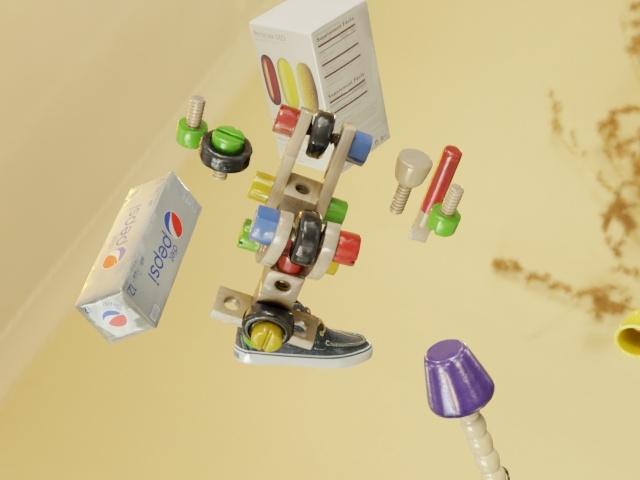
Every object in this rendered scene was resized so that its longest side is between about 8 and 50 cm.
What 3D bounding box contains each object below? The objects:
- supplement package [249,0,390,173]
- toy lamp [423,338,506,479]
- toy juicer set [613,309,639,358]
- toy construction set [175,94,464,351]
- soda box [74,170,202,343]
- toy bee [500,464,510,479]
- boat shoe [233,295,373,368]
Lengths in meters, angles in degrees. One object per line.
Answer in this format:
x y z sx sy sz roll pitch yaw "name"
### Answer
0.001 -0.250 1.773 0.134 0.139 0.244 -38 -50 -34 "supplement package"
0.183 0.234 1.272 0.080 0.080 0.274 -50 -56 -46 "toy lamp"
0.647 0.161 1.775 0.329 0.209 0.089 -31 12 40 "toy juicer set"
0.000 0.000 1.292 0.309 0.257 0.237 -3 -47 -24 "toy construction set"
-0.280 0.023 1.769 0.091 0.098 0.286 52 -148 -30 "soda box"
0.289 0.511 1.758 0.162 0.298 0.195 -16 -61 -26 "toy bee"
-0.017 0.113 1.435 0.065 0.183 0.083 -129 43 -67 "boat shoe"
